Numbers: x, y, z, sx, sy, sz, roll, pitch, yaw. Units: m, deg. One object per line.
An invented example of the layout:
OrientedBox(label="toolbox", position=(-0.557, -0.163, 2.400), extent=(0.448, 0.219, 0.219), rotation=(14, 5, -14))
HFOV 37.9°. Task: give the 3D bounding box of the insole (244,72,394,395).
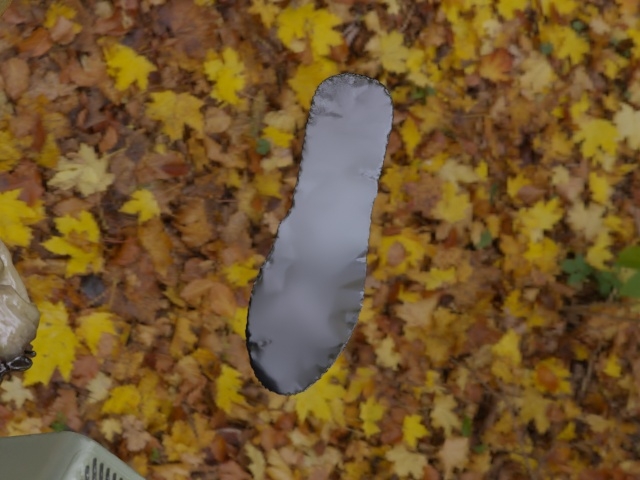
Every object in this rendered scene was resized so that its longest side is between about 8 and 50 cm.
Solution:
OrientedBox(label="insole", position=(0.000, 0.000, 0.892), extent=(0.109, 0.007, 0.322), rotation=(12, 101, -6))

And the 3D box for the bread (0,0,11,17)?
OrientedBox(label="bread", position=(-0.551, -0.408, 1.118), extent=(0.253, 0.348, 0.376), rotation=(-30, 88, 4))

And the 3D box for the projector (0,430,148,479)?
OrientedBox(label="projector", position=(-0.196, 0.249, 0.733), extent=(0.257, 0.259, 0.079), rotation=(49, 43, -33))

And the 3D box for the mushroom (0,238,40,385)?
OrientedBox(label="mushroom", position=(-0.469, -0.015, 0.879), extent=(0.314, 0.224, 0.397), rotation=(-22, 99, -30))
